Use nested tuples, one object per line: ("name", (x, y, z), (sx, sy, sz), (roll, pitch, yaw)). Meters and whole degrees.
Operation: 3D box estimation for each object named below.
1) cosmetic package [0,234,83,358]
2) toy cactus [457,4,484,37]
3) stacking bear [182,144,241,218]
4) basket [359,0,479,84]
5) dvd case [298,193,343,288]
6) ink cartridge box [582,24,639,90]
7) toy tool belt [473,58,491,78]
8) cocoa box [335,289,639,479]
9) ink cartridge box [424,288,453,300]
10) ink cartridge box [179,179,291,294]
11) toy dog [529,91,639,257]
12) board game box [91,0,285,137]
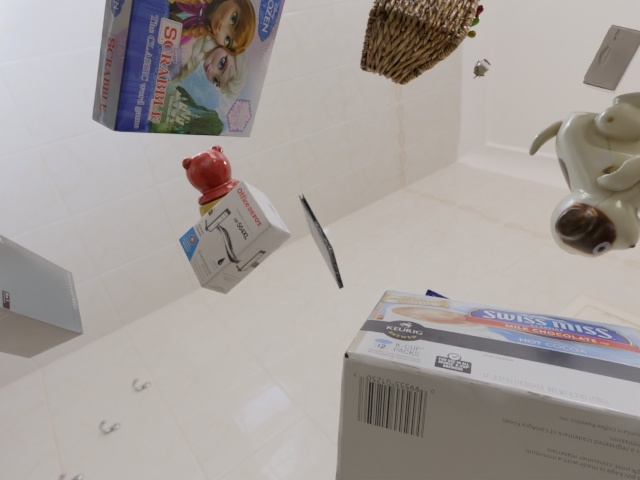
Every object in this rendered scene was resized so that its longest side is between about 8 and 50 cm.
("cosmetic package", (-0.459, 0.076, 0.619), (0.238, 0.107, 0.127), (68, -4, -68))
("toy cactus", (0.356, -0.567, 1.246), (0.112, 0.219, 0.180), (53, -4, 11))
("stacking bear", (-0.235, -0.088, 1.089), (0.164, 0.175, 0.289), (17, -46, 65))
("basket", (0.247, -0.521, 1.060), (0.223, 0.299, 0.213), (20, -26, 7))
("dvd case", (0.000, 0.000, 1.146), (0.164, 0.018, 0.221), (72, -7, -48))
("ink cartridge box", (0.750, -0.457, 1.117), (0.082, 0.190, 0.140), (29, -62, 23))
("toy tool belt", (0.522, -0.561, 1.427), (0.052, 0.083, 0.051), (36, -46, -2))
("cocoa box", (0.218, 0.225, 0.552), (0.347, 0.228, 0.231), (7, -74, 20))
("ink cartridge box", (0.266, 0.245, 0.883), (0.223, 0.045, 0.224), (25, -84, 25))
("ink cartridge box", (-0.187, -0.007, 0.945), (0.148, 0.203, 0.086), (54, 11, 31))
("toy dog", (0.754, -0.154, 1.168), (0.395, 0.408, 0.284), (13, -9, 26))
("board game box", (-0.203, -0.339, 0.739), (0.066, 0.318, 0.319), (29, -66, 23))
